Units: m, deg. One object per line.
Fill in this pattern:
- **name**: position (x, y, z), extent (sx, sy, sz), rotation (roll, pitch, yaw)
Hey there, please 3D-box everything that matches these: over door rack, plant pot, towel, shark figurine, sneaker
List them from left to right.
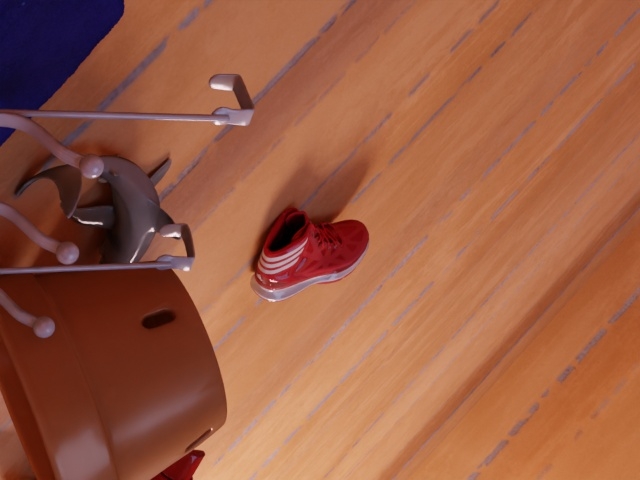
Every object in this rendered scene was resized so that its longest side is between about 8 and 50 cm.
- **towel**: position (-0.320, -0.157, 1.196), extent (0.308, 0.076, 0.227), rotation (-48, 164, -6)
- **over door rack**: position (-0.219, -0.027, 1.282), extent (0.324, 0.108, 0.239), rotation (-12, 144, -35)
- **plant pot**: position (-0.233, 0.149, 1.465), extent (0.203, 0.291, 0.291), rotation (-21, 147, -20)
- **shark figurine**: position (-0.211, -0.037, 1.511), extent (0.166, 0.116, 0.278), rotation (-47, 158, -10)
- **sneaker**: position (0.000, 0.000, 1.974), extent (0.221, 0.087, 0.128), rotation (-33, 153, -37)

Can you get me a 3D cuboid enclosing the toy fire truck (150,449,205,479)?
- **toy fire truck**: position (-0.243, 0.256, 1.759), extent (0.158, 0.217, 0.246), rotation (-2, 127, -59)
